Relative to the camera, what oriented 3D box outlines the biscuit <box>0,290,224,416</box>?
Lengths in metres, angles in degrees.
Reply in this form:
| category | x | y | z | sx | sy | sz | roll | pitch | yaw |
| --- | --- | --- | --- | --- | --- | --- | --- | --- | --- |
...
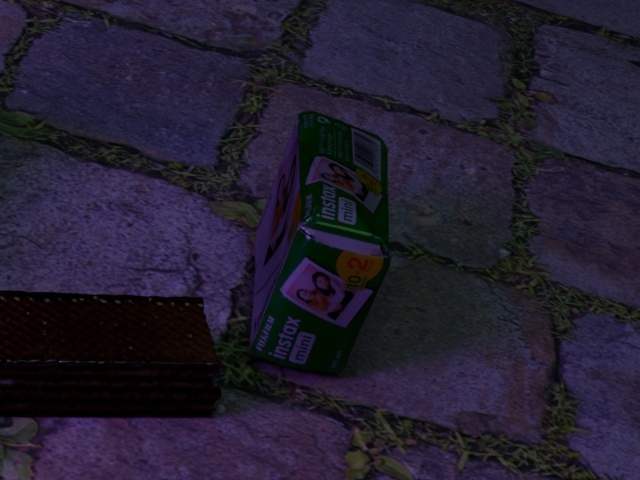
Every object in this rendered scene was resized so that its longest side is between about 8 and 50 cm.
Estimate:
| category | x | y | z | sx | sy | sz | roll | pitch | yaw |
| --- | --- | --- | --- | --- | --- | --- | --- | --- | --- |
| biscuit | -0.209 | 0.105 | 1.618 | 0.252 | 0.070 | 0.106 | 3 | 36 | -21 |

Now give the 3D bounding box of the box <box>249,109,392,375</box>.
| category | x | y | z | sx | sy | sz | roll | pitch | yaw |
| --- | --- | --- | --- | --- | --- | --- | --- | --- | --- |
| box | 0.000 | 0.000 | 1.774 | 0.103 | 0.180 | 0.250 | 16 | 31 | -9 |
